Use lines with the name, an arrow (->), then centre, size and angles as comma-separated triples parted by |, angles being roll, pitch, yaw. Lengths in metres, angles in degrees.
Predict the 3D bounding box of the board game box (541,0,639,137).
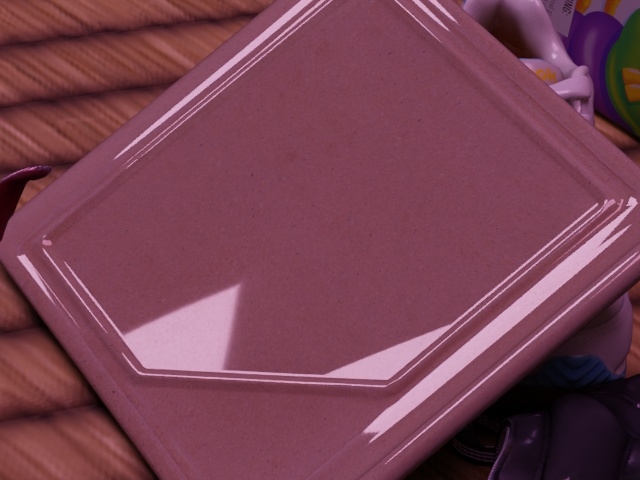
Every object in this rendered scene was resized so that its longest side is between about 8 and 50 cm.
board game box -> 0.256, -0.102, 0.830 | 0.275, 0.142, 0.144 | 37, 49, 29

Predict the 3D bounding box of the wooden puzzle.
wooden puzzle -> 0.000, 0.000, 0.695 | 0.221, 0.044, 0.238 | -39, 52, -4

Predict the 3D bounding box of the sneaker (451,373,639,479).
sneaker -> 0.131, 0.143, 0.572 | 0.153, 0.101, 0.268 | -4, 37, -13

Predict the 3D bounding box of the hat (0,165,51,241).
hat -> -0.169, 0.111, 0.489 | 0.173, 0.183, 0.208 | 2, 41, -10

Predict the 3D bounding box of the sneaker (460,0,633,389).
sneaker -> 0.085, -0.025, 0.747 | 0.087, 0.092, 0.228 | 0, 38, -9
